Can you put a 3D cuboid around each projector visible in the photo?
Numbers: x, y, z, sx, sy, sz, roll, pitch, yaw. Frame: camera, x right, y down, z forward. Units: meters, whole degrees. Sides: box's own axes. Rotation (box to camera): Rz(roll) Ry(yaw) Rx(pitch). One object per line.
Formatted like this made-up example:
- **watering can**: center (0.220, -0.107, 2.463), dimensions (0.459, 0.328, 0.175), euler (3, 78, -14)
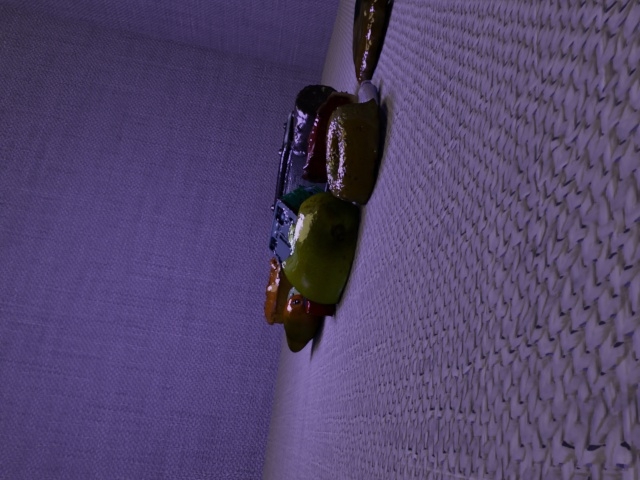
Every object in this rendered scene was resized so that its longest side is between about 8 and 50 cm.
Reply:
- **projector**: center (-0.072, -0.303, 2.325), dimensions (0.395, 0.242, 0.404), euler (-91, 11, -56)

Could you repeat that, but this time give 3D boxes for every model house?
- **model house**: center (0.046, -0.317, 1.639), dimensions (0.196, 0.160, 0.253), euler (119, 162, -72)

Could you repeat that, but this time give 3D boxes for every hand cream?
- **hand cream**: center (0.135, -0.369, 1.439), dimensions (0.084, 0.053, 0.142), euler (109, 154, -61)

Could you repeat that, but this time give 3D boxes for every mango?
- **mango**: center (-0.070, 0.286, 1.866), dimensions (0.289, 0.129, 0.146), euler (106, 153, -61)

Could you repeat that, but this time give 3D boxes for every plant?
- **plant**: center (-0.008, -0.416, 1.950), dimensions (0.276, 0.199, 0.188), euler (91, -179, -54)

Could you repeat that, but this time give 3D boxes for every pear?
- **pear**: center (0.000, 0.000, 1.488), dimensions (0.281, 0.177, 0.286), euler (113, 164, -59)

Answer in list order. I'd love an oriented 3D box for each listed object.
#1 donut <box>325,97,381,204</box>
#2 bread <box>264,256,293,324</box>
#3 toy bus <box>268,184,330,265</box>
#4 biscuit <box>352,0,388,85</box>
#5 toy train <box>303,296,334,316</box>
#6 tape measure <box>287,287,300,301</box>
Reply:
- **donut**: center (0.075, -0.224, 1.361), dimensions (0.272, 0.107, 0.271), euler (-178, 90, -83)
- **bread**: center (-0.133, 0.190, 2.319), dimensions (0.358, 0.204, 0.336), euler (101, 173, -47)
- **toy bus**: center (-0.058, -0.042, 1.928), dimensions (0.199, 0.183, 0.343), euler (-34, -20, -30)
- **biscuit**: center (0.147, -0.652, 1.619), dimensions (0.335, 0.078, 0.328), euler (114, 160, -76)
- **toy train**: center (-0.010, 0.151, 1.731), dimensions (0.409, 0.086, 0.089), euler (-116, 39, -80)
- **tape measure**: center (-0.066, 0.250, 2.036), dimensions (0.175, 0.106, 0.199), euler (-119, 35, -59)
